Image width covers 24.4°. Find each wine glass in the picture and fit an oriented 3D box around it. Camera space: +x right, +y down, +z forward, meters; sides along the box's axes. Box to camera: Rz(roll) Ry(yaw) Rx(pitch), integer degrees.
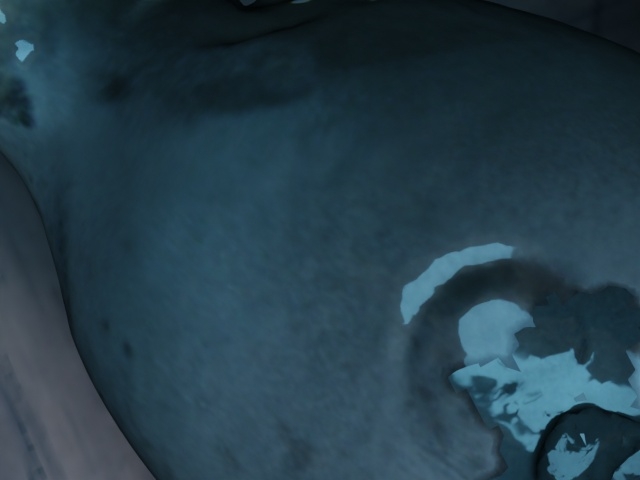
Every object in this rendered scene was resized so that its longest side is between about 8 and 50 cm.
[{"bbox_3d":[-0.001,-0.003,0.395,0.357,0.190,0.190,34,83,-2],"label":"wine glass"}]
